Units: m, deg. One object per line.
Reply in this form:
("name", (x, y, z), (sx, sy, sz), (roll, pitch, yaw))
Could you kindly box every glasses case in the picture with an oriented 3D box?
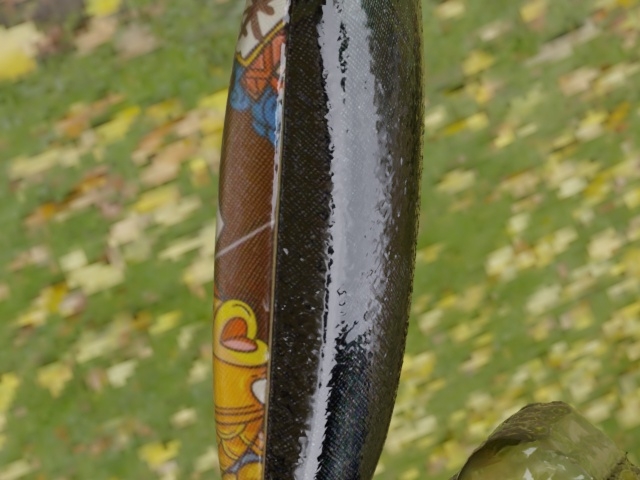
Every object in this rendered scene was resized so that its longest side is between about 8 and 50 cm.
("glasses case", (0.000, 0.000, 0.937), (0.082, 0.321, 0.122), (12, -157, 21))

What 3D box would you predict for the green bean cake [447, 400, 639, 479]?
("green bean cake", (0.128, 0.226, 0.975), (0.233, 0.236, 0.124), (-54, 169, 19))
